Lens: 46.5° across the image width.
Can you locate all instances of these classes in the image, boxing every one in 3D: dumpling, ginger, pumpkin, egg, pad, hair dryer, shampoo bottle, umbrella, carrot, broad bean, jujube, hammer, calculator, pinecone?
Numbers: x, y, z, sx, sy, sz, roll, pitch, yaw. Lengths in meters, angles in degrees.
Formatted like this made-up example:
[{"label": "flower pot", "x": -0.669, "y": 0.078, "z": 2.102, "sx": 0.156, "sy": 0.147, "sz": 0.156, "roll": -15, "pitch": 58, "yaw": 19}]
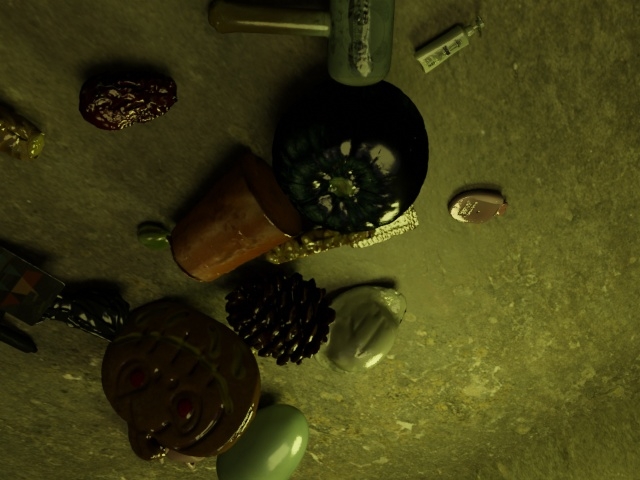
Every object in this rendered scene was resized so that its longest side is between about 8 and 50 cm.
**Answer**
[{"label": "dumpling", "x": 0.090, "y": 0.225, "z": 1.969, "sx": 0.175, "sy": 0.243, "sz": 0.227, "roll": -3, "pitch": 141, "yaw": 50}, {"label": "ginger", "x": -0.556, "y": -0.194, "z": 1.226, "sx": 0.205, "sy": 0.081, "sz": 0.115, "roll": 6, "pitch": 141, "yaw": -27}, {"label": "pumpkin", "x": 0.060, "y": -0.165, "z": 1.403, "sx": 0.315, "sy": 0.238, "sz": 0.315, "roll": 3, "pitch": 136, "yaw": 3}, {"label": "egg", "x": -0.172, "y": 0.635, "z": 2.262, "sx": 0.230, "sy": 0.230, "sz": 0.371, "roll": 19, "pitch": 123, "yaw": -38}, {"label": "pad", "x": -0.642, "y": 0.079, "z": 1.507, "sx": 0.211, "sy": 0.003, "sz": 0.143, "roll": 34, "pitch": 114, "yaw": -21}, {"label": "hair dryer", "x": -0.708, "y": 0.224, "z": 1.654, "sx": 0.071, "sy": 0.114, "sz": 0.248, "roll": 10, "pitch": 158, "yaw": 15}, {"label": "shampoo bottle", "x": 0.243, "y": -0.368, "z": 1.393, "sx": 0.141, "sy": 0.034, "sz": 0.049, "roll": -31, "pitch": 133, "yaw": 14}, {"label": "umbrella", "x": -0.581, "y": 0.135, "z": 1.606, "sx": 0.340, "sy": 0.118, "sz": 0.118, "roll": 14, "pitch": 132, "yaw": -23}, {"label": "carrot", "x": -0.188, "y": -0.032, "z": 1.500, "sx": 0.254, "sy": 0.196, "sz": 0.196, "roll": -33, "pitch": 140, "yaw": 22}, {"label": "broad bean", "x": -0.349, "y": -0.006, "z": 1.572, "sx": 0.063, "sy": 0.045, "sz": 0.083, "roll": -31, "pitch": 148, "yaw": 16}, {"label": "jujube", "x": -0.325, "y": -0.237, "z": 1.262, "sx": 0.166, "sy": 0.104, "sz": 0.104, "roll": -7, "pitch": 141, "yaw": -27}, {"label": "hammer", "x": -0.032, "y": -0.358, "z": 1.228, "sx": 0.305, "sy": 0.113, "sz": 0.202, "roll": 1, "pitch": 111, "yaw": -3}, {"label": "calculator", "x": 0.385, "y": -0.080, "z": 1.804, "sx": 0.166, "sy": 0.024, "sz": 0.103, "roll": 3, "pitch": 136, "yaw": -25}, {"label": "pinecone", "x": -0.096, "y": 0.175, "z": 1.762, "sx": 0.272, "sy": 0.224, "sz": 0.224, "roll": 28, "pitch": 124, "yaw": -20}]

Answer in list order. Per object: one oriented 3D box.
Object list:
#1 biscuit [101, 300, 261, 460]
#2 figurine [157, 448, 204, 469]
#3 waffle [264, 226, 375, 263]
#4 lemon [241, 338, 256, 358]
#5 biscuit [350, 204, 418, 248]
[{"label": "biscuit", "x": -0.330, "y": 0.327, "z": 1.687, "sx": 0.394, "sy": 0.350, "sz": 0.070, "roll": 18, "pitch": 167, "yaw": 20}, {"label": "figurine", "x": -0.392, "y": 0.530, "z": 2.102, "sx": 0.186, "sy": 0.176, "sz": 0.287, "roll": -6, "pitch": 132, "yaw": 25}, {"label": "waffle", "x": 0.000, "y": -0.001, "z": 1.615, "sx": 0.249, "sy": 0.056, "sz": 0.253, "roll": -15, "pitch": 179, "yaw": 0}, {"label": "lemon", "x": -0.312, "y": 0.359, "z": 1.850, "sx": 0.285, "sy": 0.285, "sz": 0.316, "roll": 13, "pitch": 102, "yaw": -34}, {"label": "biscuit", "x": 0.125, "y": -0.082, "z": 1.689, "sx": 0.172, "sy": 0.029, "sz": 0.254, "roll": -20, "pitch": 141, "yaw": 1}]
